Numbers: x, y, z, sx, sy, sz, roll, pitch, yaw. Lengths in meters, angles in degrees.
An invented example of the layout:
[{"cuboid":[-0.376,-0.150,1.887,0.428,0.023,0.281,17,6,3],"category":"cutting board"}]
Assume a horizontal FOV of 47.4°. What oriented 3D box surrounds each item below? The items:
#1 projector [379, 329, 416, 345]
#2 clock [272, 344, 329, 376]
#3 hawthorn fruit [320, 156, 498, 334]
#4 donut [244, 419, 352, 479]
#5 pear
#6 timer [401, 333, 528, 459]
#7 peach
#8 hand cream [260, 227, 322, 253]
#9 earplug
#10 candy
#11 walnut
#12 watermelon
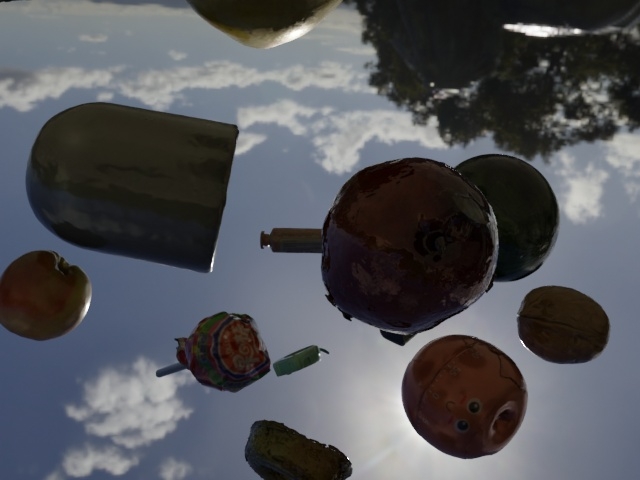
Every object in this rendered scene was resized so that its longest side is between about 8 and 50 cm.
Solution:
[{"cuboid":[0.198,0.197,1.780,0.082,0.083,0.083,-34,-144,-32],"category":"projector"},{"cuboid":[-0.042,0.287,1.772,0.135,0.041,0.101,-18,174,-44],"category":"clock"},{"cuboid":[0.093,0.007,0.721,0.185,0.185,0.202,1,177,-10],"category":"hawthorn fruit"},{"cuboid":[-0.066,0.540,1.742,0.271,0.272,0.107,12,-128,23],"category":"donut"},{"cuboid":[-0.076,-0.409,0.987,0.284,0.285,0.336,5,-169,2],"category":"pear"},{"cuboid":[0.278,0.301,1.414,0.229,0.230,0.214,-12,-149,-41],"category":"timer"},{"cuboid":[-0.554,0.112,1.446,0.184,0.184,0.184,3,-163,-1],"category":"peach"},{"cuboid":[0.000,0.000,1.272,0.209,0.067,0.043,1,-132,0],"category":"hand cream"},{"cuboid":[-0.382,-0.119,1.483,0.393,0.313,0.313,11,-163,-6],"category":"earplug"},{"cuboid":[-0.198,0.194,1.163,0.124,0.124,0.365,-7,169,-31],"category":"candy"},{"cuboid":[0.522,0.184,1.577,0.207,0.168,0.167,16,-165,-11],"category":"walnut"},{"cuboid":[0.321,-0.041,1.354,0.242,0.243,0.242,3,-163,-1],"category":"watermelon"}]
